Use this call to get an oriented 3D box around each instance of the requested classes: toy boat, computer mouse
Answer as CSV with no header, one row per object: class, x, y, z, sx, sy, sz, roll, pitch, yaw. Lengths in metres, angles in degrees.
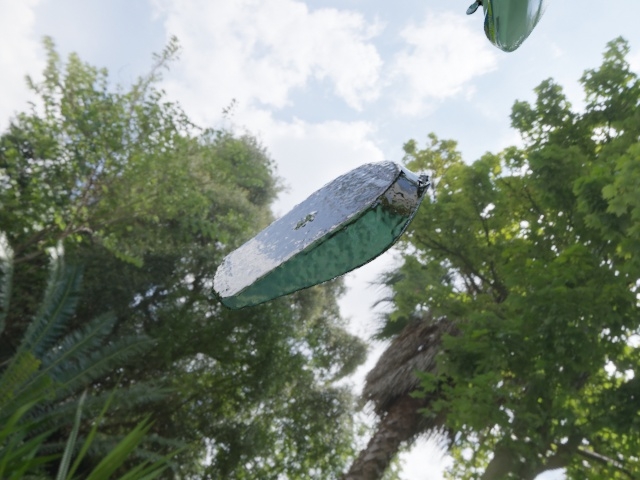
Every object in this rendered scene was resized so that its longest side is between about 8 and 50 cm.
toy boat,0.271,-0.394,0.724,0.141,0.140,0.269,36,-8,18
computer mouse,0.003,0.004,0.615,0.087,0.295,0.168,57,-1,-21
